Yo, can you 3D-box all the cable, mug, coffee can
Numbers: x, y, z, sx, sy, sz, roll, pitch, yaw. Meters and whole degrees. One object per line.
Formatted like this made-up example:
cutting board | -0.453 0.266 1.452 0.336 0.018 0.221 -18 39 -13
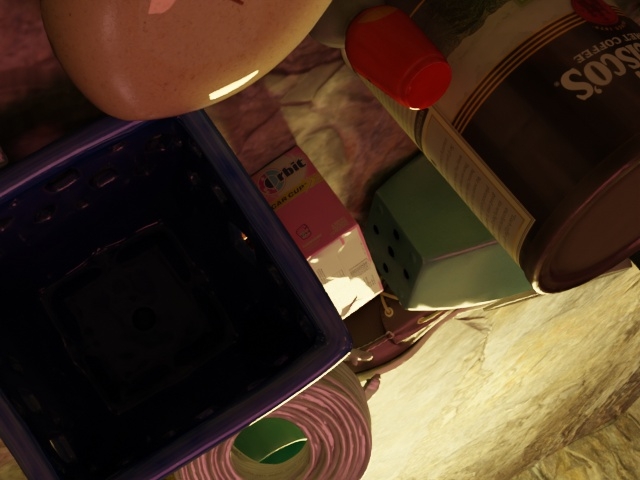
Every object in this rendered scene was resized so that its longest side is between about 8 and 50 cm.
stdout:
cable | -0.061 0.246 1.220 0.257 0.089 0.257 9 113 -13
mug | -0.089 0.282 1.377 0.129 0.097 0.158 -26 153 -22
coffee can | 0.171 -0.122 0.819 0.201 0.275 0.201 -29 153 -16

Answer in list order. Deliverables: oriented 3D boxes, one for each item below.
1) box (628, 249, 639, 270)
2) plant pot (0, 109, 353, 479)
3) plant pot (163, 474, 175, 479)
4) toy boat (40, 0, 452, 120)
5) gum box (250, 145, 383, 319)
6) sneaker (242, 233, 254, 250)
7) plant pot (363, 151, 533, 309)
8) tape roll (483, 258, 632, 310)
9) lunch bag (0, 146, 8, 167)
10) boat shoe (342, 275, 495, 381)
box | 0.436 -0.061 1.253 0.165 0.270 0.143 -45 153 18
plant pot | -0.144 0.054 0.754 0.236 0.236 0.212 -32 176 -12
plant pot | -0.225 0.323 1.306 0.081 0.081 0.083 -47 165 20
toy boat | -0.035 -0.182 0.648 0.267 0.148 0.318 -49 144 14
gum box | 0.000 0.000 1.005 0.062 0.107 0.188 -34 154 -4
sneaker | -0.081 0.005 0.944 0.084 0.083 0.215 -35 156 -7
plant pot | 0.178 -0.024 1.130 0.234 0.166 0.165 -22 151 -22
tape roll | 0.330 0.038 1.419 0.219 0.072 0.219 -15 173 -2
lunch bag | -0.261 -0.060 0.648 0.083 0.053 0.071 -27 153 1
boat shoe | 0.121 0.071 1.276 0.324 0.117 0.097 -29 135 -2
